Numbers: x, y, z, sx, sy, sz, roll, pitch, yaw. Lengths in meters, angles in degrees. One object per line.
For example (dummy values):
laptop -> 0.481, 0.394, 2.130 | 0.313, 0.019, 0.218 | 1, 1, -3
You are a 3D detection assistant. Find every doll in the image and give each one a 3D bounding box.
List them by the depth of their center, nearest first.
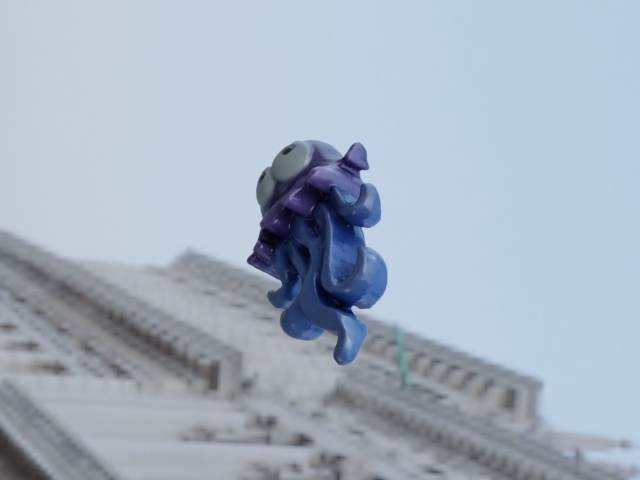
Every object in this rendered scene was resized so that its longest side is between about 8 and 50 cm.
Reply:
doll -> 0.000, 0.000, 1.117 | 0.110, 0.067, 0.206 | -46, -145, 21
